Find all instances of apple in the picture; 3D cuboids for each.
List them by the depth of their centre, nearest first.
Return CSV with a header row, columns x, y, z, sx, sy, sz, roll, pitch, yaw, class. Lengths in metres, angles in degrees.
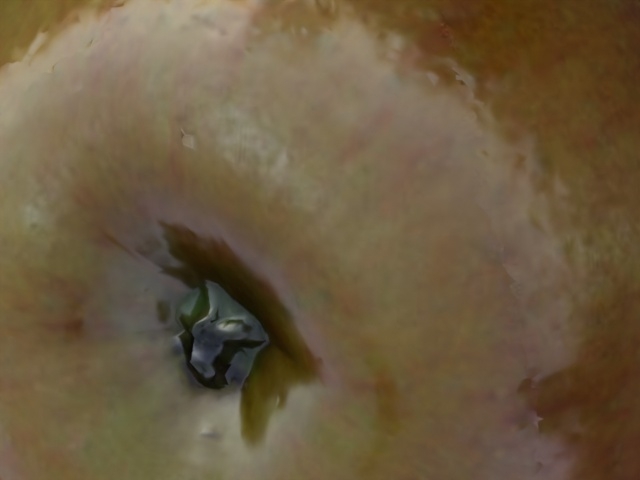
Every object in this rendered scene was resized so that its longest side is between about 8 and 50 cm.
x,y,z,sx,sy,sz,roll,pitch,yaw,class
0.000,0.000,0.852,0.400,0.333,0.400,-1,87,22,apple
